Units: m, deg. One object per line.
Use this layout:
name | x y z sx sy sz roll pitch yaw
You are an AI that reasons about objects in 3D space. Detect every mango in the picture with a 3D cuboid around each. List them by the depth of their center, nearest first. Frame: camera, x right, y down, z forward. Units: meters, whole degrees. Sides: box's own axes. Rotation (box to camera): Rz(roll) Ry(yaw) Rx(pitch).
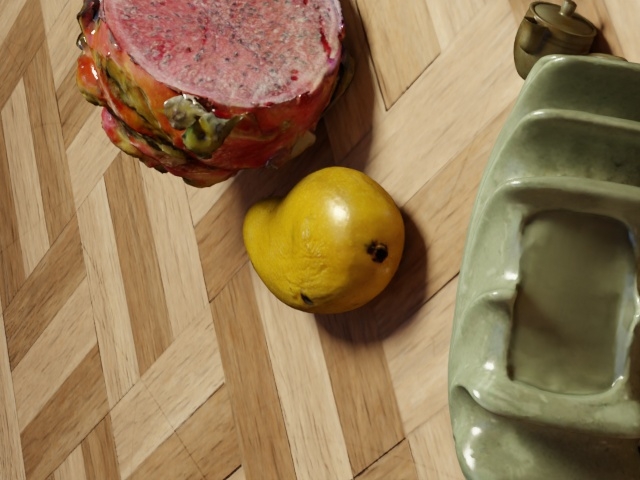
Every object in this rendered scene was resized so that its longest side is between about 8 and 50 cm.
mango | 0.005 -0.001 1.685 0.262 0.108 0.157 3 99 63

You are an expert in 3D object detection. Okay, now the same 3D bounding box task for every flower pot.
flower pot | 0.194 0.026 1.261 0.254 0.164 0.368 -5 -77 -88

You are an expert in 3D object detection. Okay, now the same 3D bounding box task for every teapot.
teapot | 0.218 -0.166 1.390 0.110 0.085 0.080 40 123 30

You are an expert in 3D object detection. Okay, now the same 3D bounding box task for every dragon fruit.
dragon fruit | -0.116 -0.181 1.781 0.296 0.314 0.263 46 147 18
